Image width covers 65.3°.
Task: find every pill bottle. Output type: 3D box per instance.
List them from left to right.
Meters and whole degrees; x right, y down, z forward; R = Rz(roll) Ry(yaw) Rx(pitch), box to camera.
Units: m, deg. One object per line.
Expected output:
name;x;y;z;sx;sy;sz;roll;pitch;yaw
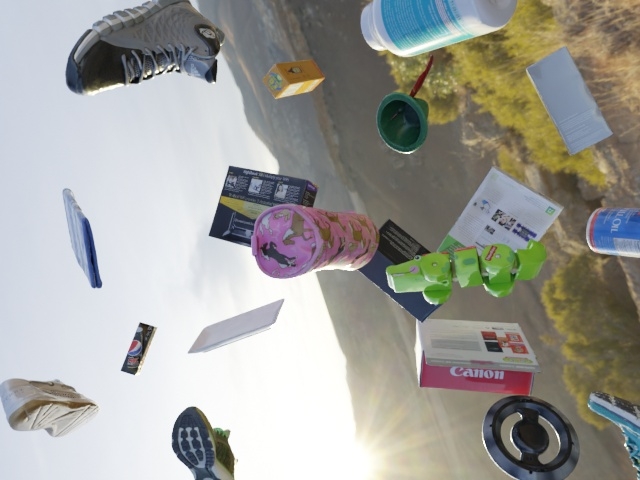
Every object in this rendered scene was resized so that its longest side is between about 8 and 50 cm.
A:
pill bottle;0.193;-0.412;0.876;0.264;0.146;0.146;5;118;51
pill bottle;0.796;-0.019;1.235;0.222;0.124;0.124;8;120;58

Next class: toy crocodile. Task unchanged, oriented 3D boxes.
toy crocodile;0.315;0.060;1.094;0.115;0.341;0.105;64;-157;-46

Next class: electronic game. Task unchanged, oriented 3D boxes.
electronic game;0.529;0.498;1.262;0.229;0.230;0.048;-107;5;-46

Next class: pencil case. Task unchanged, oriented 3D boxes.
pencil case;0.000;0.000;1.131;0.160;0.167;0.386;49;-162;16

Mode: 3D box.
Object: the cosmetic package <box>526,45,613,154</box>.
cosmetic package;0.595;-0.333;1.203;0.237;0.107;0.127;61;-154;5

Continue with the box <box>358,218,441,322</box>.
box;0.242;0.082;1.436;0.261;0.103;0.184;40;-147;6

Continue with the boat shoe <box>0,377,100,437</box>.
boat shoe;-0.525;0.315;0.981;0.096;0.098;0.277;45;162;18

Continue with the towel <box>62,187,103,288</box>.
towel;-0.646;-0.011;1.353;0.285;0.034;0.209;31;127;49

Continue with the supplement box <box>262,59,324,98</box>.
supplement box;-0.082;-0.515;1.586;0.078;0.080;0.233;55;-146;0

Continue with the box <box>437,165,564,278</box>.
box;0.533;-0.030;1.512;0.232;0.321;0.059;39;-153;21

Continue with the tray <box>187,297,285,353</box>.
tray;-0.224;0.242;1.373;0.145;0.271;0.030;-73;-40;-69

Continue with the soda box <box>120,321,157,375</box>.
soda box;-0.606;0.361;1.670;0.060;0.053;0.168;111;176;-76

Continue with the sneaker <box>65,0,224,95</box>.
sneaker;-0.206;-0.238;0.653;0.132;0.228;0.086;35;147;0

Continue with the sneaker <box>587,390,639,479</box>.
sneaker;0.591;0.379;0.876;0.275;0.109;0.107;42;-163;29

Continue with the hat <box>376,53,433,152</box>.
hat;0.288;-0.379;1.450;0.173;0.184;0.208;45;145;13

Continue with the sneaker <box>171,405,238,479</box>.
sneaker;-0.376;0.694;1.701;0.182;0.158;0.409;-69;-29;-59

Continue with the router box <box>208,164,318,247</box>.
router box;-0.183;-0.090;1.568;0.081;0.309;0.242;21;-95;-62

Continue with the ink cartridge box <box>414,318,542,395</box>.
ink cartridge box;0.438;0.345;1.438;0.272;0.310;0.129;-68;-20;-71
